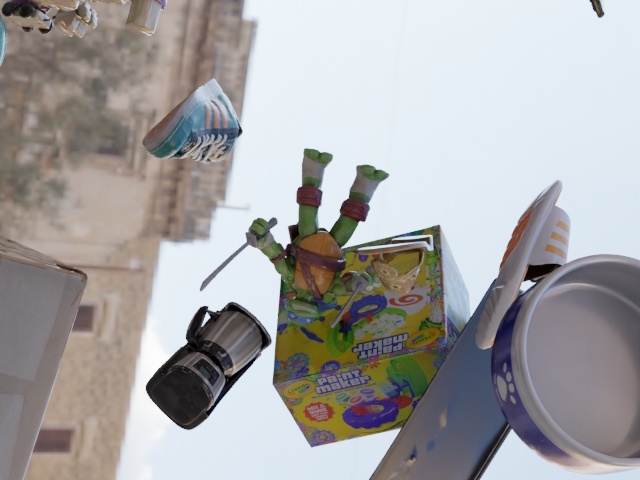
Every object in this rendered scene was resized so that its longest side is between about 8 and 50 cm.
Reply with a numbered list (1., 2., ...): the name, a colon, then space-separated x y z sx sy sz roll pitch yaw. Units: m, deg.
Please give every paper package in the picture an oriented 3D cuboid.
1. paper package: -0.471 0.143 1.631 0.309 0.168 0.325 17 -91 47

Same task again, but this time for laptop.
1. laptop: 0.209 0.230 2.162 0.382 0.236 0.408 -58 -163 3

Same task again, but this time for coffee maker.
1. coffee maker: -0.177 0.207 2.062 0.120 0.178 0.171 29 -46 15

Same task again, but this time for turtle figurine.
1. turtle figurine: 0.000 0.000 2.008 0.198 0.275 0.266 14 -94 31

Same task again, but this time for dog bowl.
1. dog bowl: 0.351 0.156 1.652 0.104 0.265 0.265 132 -43 -67

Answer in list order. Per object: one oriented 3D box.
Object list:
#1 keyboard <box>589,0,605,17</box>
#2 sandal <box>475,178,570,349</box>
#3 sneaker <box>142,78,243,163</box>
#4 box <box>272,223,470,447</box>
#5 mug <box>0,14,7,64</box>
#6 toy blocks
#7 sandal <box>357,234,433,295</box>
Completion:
1. keyboard: 0.314 -0.361 1.603 0.038 0.100 0.192 -10 -131 20
2. sandal: 0.289 0.043 1.811 0.265 0.076 0.102 -65 -175 -19
3. sneaker: -0.200 -0.184 2.244 0.108 0.121 0.302 -38 -172 23
4. box: 0.091 0.157 2.197 0.279 0.290 0.177 -86 157 -47
5. mug: -0.511 -0.284 1.889 0.158 0.097 0.129 0 -92 55
6. toy blocks: -0.344 -0.454 1.811 0.309 0.289 0.260 41 60 -67
7. sandal: 0.121 0.040 1.938 0.240 0.088 0.079 -14 98 -71
